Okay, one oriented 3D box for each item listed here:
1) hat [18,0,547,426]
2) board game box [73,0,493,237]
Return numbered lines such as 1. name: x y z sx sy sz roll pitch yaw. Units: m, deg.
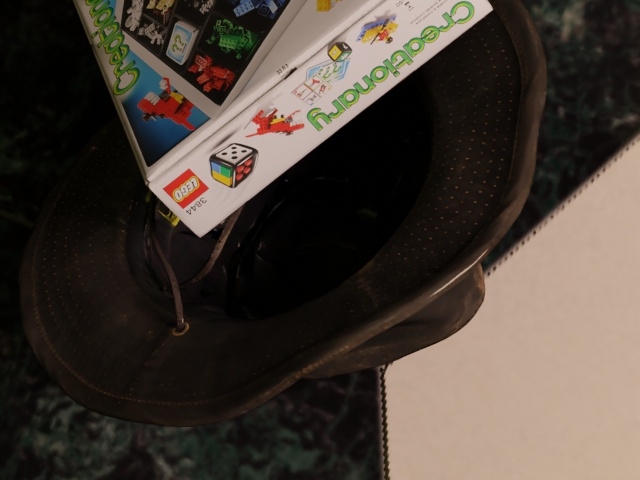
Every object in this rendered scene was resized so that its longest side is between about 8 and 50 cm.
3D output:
1. hat: 0.000 0.000 1.077 0.331 0.134 0.331 -24 40 22
2. board game box: -0.042 -0.154 1.111 0.193 0.053 0.305 -37 37 9
